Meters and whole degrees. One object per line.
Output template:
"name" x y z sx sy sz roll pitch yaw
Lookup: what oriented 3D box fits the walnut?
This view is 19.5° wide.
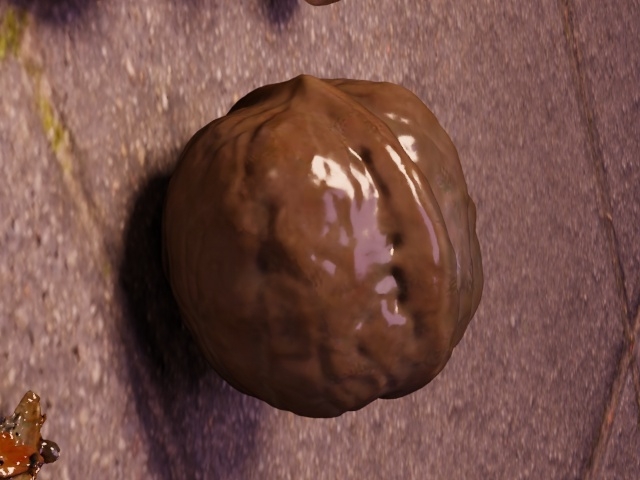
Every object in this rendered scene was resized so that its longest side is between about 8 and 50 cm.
"walnut" 0.000 0.000 1.168 0.224 0.224 0.224 -1 90 -67

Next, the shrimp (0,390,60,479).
"shrimp" -0.178 0.133 0.926 0.184 0.043 0.091 -51 131 -55

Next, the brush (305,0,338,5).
"brush" -0.007 -0.251 1.223 0.166 0.174 0.266 -48 150 -41
